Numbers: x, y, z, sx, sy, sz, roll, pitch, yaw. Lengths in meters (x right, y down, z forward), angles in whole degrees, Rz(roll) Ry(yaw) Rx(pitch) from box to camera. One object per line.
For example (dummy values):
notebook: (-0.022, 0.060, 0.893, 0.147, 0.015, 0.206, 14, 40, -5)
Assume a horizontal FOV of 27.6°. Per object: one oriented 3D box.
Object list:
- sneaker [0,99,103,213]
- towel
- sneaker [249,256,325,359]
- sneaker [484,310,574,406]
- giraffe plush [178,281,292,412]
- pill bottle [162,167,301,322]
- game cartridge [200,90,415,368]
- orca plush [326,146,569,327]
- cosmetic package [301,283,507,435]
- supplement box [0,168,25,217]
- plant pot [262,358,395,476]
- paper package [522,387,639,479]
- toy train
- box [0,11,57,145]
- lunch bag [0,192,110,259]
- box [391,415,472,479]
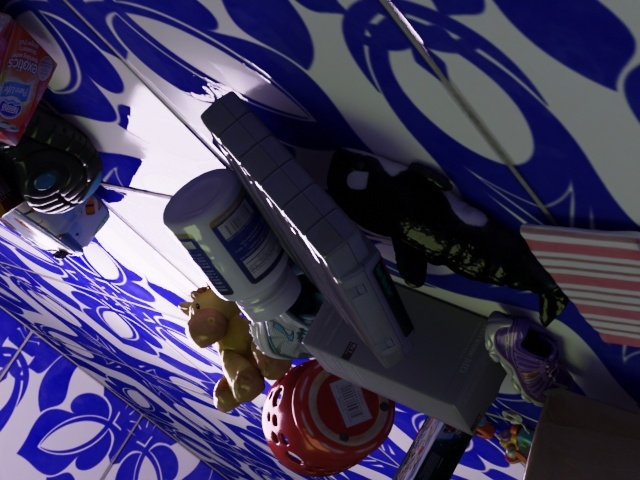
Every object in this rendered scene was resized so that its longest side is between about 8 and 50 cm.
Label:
sneaker: (-0.415, -0.160, 1.798, 0.139, 0.125, 0.341, 51, 177, 33)
towel: (0.294, 0.045, 1.263, 0.144, 0.029, 0.197, 6, 146, 49)
sneaker: (-0.036, 0.103, 1.842, 0.122, 0.110, 0.283, 17, 158, 29)
sneaker: (0.258, 0.144, 1.538, 0.071, 0.068, 0.170, -2, 147, 42)
giraffe plush: (-0.146, 0.149, 2.117, 0.170, 0.181, 0.210, 47, -167, -15)
pill bottle: (-0.106, 0.011, 1.647, 0.112, 0.112, 0.186, 10, 141, 49)
game cartridge: (0.000, 0.000, 1.432, 0.230, 0.068, 0.355, 44, 173, 25)
orca plush: (0.120, 0.016, 1.348, 0.287, 0.102, 0.151, 35, 162, -10)
cosmetic package: (0.113, 0.139, 1.657, 0.238, 0.127, 0.107, 17, 158, 33)
supplement box: (-0.522, -0.099, 1.825, 0.191, 0.129, 0.194, 59, -172, -9)
plant pot: (0.015, 0.277, 2.090, 0.191, 0.191, 0.174, 33, 158, -4)
paper package: (0.400, 0.335, 1.573, 0.325, 0.168, 0.309, 17, 161, 11)
toy train: (0.272, 0.297, 1.952, 0.125, 0.046, 0.166, 35, 163, -11)
box: (-0.469, -0.223, 1.571, 0.257, 0.122, 0.128, 20, 167, 20)
lunch bag: (-0.490, -0.086, 2.080, 0.303, 0.115, 0.243, 42, 162, -27)
box: (0.162, 0.265, 1.735, 0.044, 0.233, 0.159, 31, 163, 0)
